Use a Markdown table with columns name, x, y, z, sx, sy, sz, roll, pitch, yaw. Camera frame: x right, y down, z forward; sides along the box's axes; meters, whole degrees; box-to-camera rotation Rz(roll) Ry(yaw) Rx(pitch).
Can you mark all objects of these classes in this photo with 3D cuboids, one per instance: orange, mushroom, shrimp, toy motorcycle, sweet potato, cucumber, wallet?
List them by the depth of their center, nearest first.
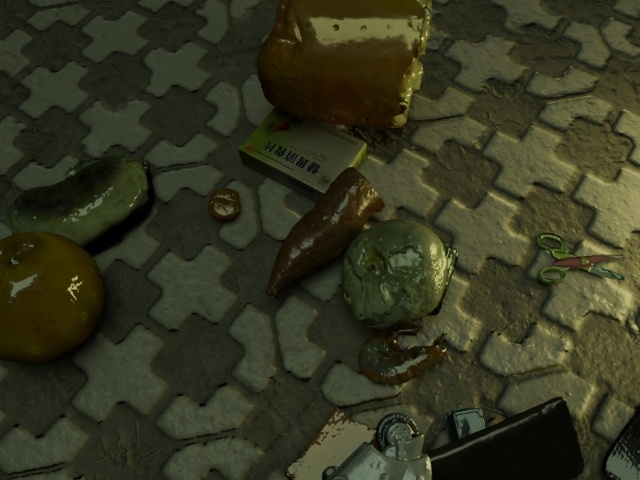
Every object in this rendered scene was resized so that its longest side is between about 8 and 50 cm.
| name | x | y | z | sx | sy | sz | roll | pitch | yaw |
| --- | --- | --- | --- | --- | --- | --- | --- | --- | --- |
| toy motorcycle | 0.094 | 0.418 | 0.978 | 0.171 | 0.110 | 0.260 | 44 | 77 | 6 |
| wallet | 0.324 | 0.407 | 1.082 | 0.310 | 0.042 | 0.165 | -22 | 100 | -8 |
| orange | -0.585 | 0.111 | 1.221 | 0.279 | 0.235 | 0.278 | 1 | 56 | -2 |
| shrimp | 0.168 | 0.220 | 1.222 | 0.188 | 0.051 | 0.132 | -15 | 62 | -2 |
| cucumber | 0.245 | 0.067 | 1.286 | 0.115 | 0.086 | 0.192 | -10 | 52 | 47 |
| sweet potato | -0.002 | -0.002 | 1.310 | 0.131 | 0.131 | 0.336 | 36 | 76 | 20 |
| mushroom | -0.557 | -0.093 | 1.388 | 0.345 | 0.130 | 0.247 | -18 | 67 | -7 |

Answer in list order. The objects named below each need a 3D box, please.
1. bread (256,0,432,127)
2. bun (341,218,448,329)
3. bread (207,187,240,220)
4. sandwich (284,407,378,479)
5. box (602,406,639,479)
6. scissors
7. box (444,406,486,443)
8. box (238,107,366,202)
| name | x | y | z | sx | sy | sz | roll | pitch | yaw |
| --- | --- | --- | --- | --- | --- | --- | --- | --- | --- |
| bread | 0.050 | -0.392 | 1.389 | 0.395 | 0.361 | 0.250 | 3 | 76 | 3 |
| bun | 0.134 | 0.064 | 1.220 | 0.239 | 0.141 | 0.238 | -16 | 65 | 37 |
| bread | -0.225 | -0.084 | 1.410 | 0.081 | 0.046 | 0.083 | 28 | 66 | 14 |
| sandwich | 0.074 | 0.428 | 1.085 | 0.220 | 0.108 | 0.186 | 37 | 70 | 20 |
| box | 0.647 | 0.410 | 1.100 | 0.201 | 0.042 | 0.212 | 38 | 71 | 20 |
| scissors | 0.568 | 0.047 | 1.310 | 0.187 | 0.020 | 0.133 | 8 | 58 | 9 |
| box | 0.281 | 0.365 | 1.137 | 0.074 | 0.054 | 0.099 | -10 | 62 | 0 |
| box | -0.042 | -0.212 | 1.459 | 0.261 | 0.062 | 0.175 | 29 | 66 | 16 |
